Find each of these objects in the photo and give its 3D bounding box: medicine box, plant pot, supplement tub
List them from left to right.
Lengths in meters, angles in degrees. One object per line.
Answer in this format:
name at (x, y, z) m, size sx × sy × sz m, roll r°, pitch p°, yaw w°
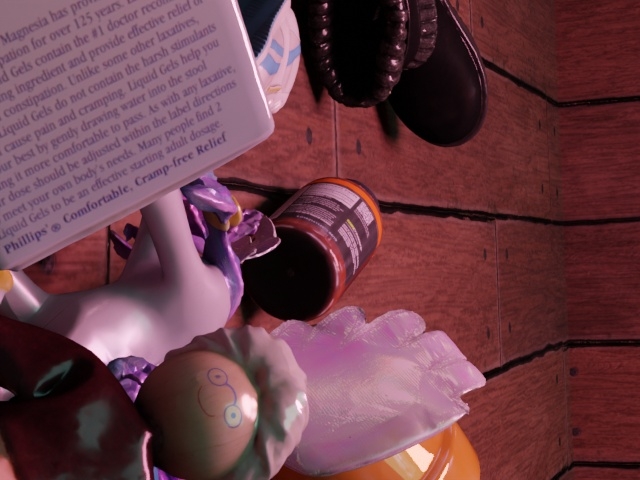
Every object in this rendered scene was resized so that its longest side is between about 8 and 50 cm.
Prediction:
medicine box at (-0.175, -0.181, 0.591) m, size 0.263 × 0.149 × 0.289 m, roll 43°, pitch -22°, yaw 49°
supplement tub at (0.000, 0.000, 1.285) m, size 0.198 × 0.106 × 0.106 m, roll -46°, pitch 130°, yaw -63°
plant pot at (0.019, 0.189, 1.218) m, size 0.188 × 0.205 × 0.205 m, roll 58°, pitch 33°, yaw -25°

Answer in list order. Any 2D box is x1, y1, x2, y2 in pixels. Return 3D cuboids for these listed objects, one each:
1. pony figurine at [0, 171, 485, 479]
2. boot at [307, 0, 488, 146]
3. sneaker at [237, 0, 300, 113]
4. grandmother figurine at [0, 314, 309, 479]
pony figurine at (-0.107, 0.049, 0.841) m, size 0.351 × 0.302 × 0.364 m, roll -33°, pitch 127°, yaw -30°
boot at (0.094, -0.212, 1.513) m, size 0.348 × 0.131 × 0.260 m, roll 63°, pitch 23°, yaw -27°
sneaker at (-0.068, -0.148, 1.153) m, size 0.229 × 0.087 × 0.092 m, roll -60°, pitch 143°, yaw -52°
grandmother figurine at (-0.150, 0.124, 0.624) m, size 0.342 × 0.104 × 0.208 m, roll -18°, pitch 91°, yaw -34°
